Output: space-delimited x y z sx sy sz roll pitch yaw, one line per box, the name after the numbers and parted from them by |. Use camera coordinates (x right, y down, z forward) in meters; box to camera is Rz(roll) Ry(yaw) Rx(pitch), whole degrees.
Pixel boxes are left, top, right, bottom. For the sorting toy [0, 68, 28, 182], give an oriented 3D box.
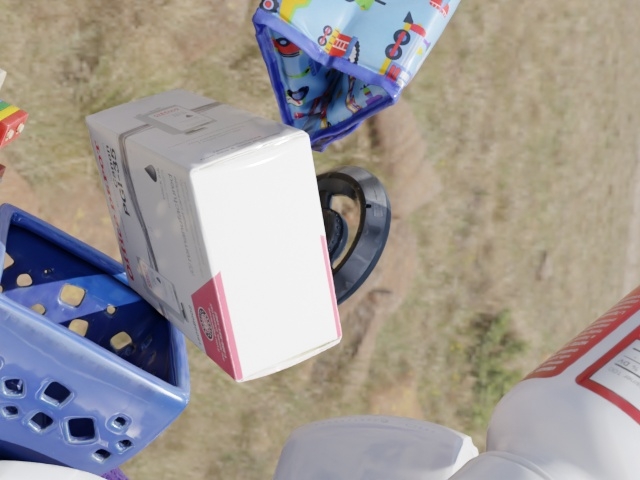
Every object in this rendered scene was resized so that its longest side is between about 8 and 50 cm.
-0.545 -0.113 1.528 0.257 0.089 0.255 -61 -175 19 | sorting toy

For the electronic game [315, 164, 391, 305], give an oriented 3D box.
0.000 0.000 1.366 0.048 0.229 0.229 35 59 -39 | electronic game

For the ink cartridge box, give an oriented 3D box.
-0.110 -0.018 0.975 0.117 0.283 0.207 -21 115 -24 | ink cartridge box

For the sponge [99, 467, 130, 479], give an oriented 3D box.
-0.293 0.363 1.461 0.031 0.117 0.210 -38 156 -23 | sponge

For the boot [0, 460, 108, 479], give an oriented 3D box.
-0.216 0.298 0.946 0.258 0.095 0.123 24 51 -23 | boot

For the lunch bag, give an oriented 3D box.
0.043 -0.209 0.932 0.220 0.138 0.293 -60 180 -10 | lunch bag

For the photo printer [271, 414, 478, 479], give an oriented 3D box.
0.047 0.345 1.186 0.107 0.256 0.307 60 40 -42 | photo printer

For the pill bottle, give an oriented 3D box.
0.311 0.187 0.969 0.408 0.229 0.229 -32 131 -27 | pill bottle

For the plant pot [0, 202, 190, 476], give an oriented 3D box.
-0.296 0.133 1.068 0.212 0.236 0.236 -51 -157 13 | plant pot
